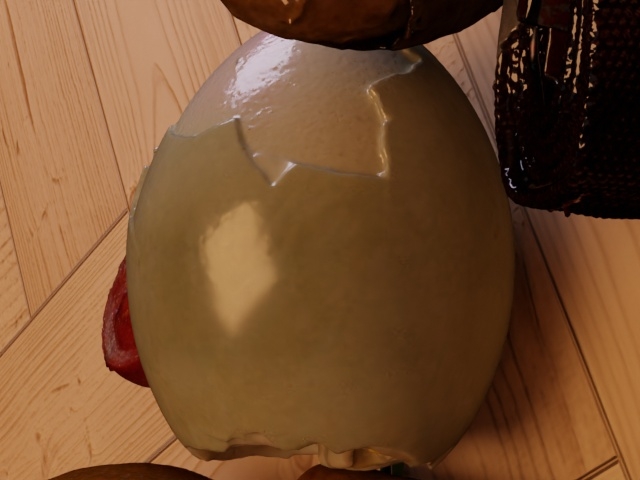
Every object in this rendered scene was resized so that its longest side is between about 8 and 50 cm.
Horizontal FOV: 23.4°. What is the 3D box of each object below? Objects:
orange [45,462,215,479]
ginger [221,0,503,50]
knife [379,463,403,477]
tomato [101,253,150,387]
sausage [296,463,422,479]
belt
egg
[{"bbox_3d":[-0.167,0.356,1.293,0.357,0.322,0.322,-54,48,45],"label":"orange"},{"bbox_3d":[0.065,-0.196,1.045,0.133,0.309,0.107,43,131,22],"label":"ginger"},{"bbox_3d":[0.052,0.268,1.248,0.054,0.015,0.212,0,89,55],"label":"knife"},{"bbox_3d":[-0.086,0.029,1.335,0.233,0.140,0.200,-64,24,-6],"label":"tomato"},{"bbox_3d":[0.082,0.222,1.128,0.271,0.109,0.108,2,90,45],"label":"sausage"},{"bbox_3d":[0.205,-0.156,0.959,0.184,0.164,0.289,-156,69,-78],"label":"belt"},{"bbox_3d":[0.000,0.000,1.113,0.278,0.278,0.336,-7,81,53],"label":"egg"}]
